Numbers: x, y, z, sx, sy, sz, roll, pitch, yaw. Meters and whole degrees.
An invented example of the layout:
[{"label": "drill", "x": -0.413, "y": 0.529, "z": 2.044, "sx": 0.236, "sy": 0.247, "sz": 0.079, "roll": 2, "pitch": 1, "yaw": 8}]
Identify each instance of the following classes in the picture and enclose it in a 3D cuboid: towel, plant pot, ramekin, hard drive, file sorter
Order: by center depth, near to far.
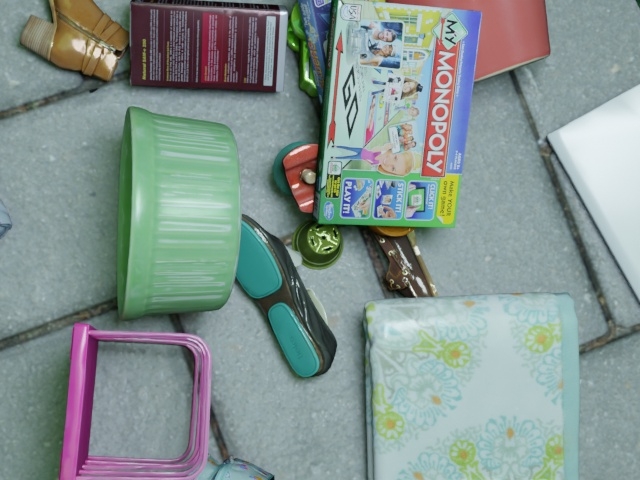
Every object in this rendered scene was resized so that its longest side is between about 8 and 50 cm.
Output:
[{"label": "file sorter", "x": -0.251, "y": 0.226, "z": 1.349, "sx": 0.182, "sy": 0.291, "sz": 0.202, "roll": 4, "pitch": 82, "yaw": -10}, {"label": "ramekin", "x": -0.207, "y": -0.036, "z": 1.388, "sx": 0.148, "sy": 0.303, "sz": 0.303, "roll": 2, "pitch": 82, "yaw": -15}, {"label": "towel", "x": 0.230, "y": 0.268, "z": 1.471, "sx": 0.321, "sy": 0.090, "sz": 0.374, "roll": -3, "pitch": 95, "yaw": -8}, {"label": "plant pot", "x": 0.000, "y": 0.000, "z": 1.513, "sx": 0.083, "sy": 0.079, "sz": 0.083, "roll": 1, "pitch": 82, "yaw": -6}, {"label": "plant pot", "x": 0.228, "y": -0.370, "z": 1.515, "sx": 0.275, "sy": 0.275, "sz": 0.243, "roll": -21, "pitch": 96, "yaw": -9}, {"label": "hard drive", "x": 0.557, "y": -0.075, "z": 1.578, "sx": 0.233, "sy": 0.047, "sz": 0.353, "roll": -29, "pitch": 88, "yaw": 10}]

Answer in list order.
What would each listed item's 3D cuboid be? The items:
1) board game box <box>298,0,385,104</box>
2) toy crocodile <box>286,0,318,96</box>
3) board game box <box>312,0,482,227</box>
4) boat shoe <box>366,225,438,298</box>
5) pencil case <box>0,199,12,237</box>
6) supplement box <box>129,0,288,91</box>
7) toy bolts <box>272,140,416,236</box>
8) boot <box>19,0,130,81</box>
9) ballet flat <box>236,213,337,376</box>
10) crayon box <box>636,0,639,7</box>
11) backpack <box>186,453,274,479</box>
[{"label": "board game box", "x": 0.042, "y": -0.318, "z": 1.470, "sx": 0.136, "sy": 0.035, "sz": 0.201, "roll": -30, "pitch": 127, "yaw": -25}, {"label": "toy crocodile", "x": -0.003, "y": -0.400, "z": 1.546, "sx": 0.105, "sy": 0.115, "sz": 0.340, "roll": 0, "pitch": 82, "yaw": -8}, {"label": "board game box", "x": 0.108, "y": -0.178, "z": 1.395, "sx": 0.214, "sy": 0.046, "sz": 0.317, "roll": 2, "pitch": 104, "yaw": -13}, {"label": "boat shoe", "x": 0.130, "y": 0.046, "z": 1.531, "sx": 0.073, "sy": 0.073, "sz": 0.207, "roll": -20, "pitch": 79, "yaw": -8}, {"label": "pencil case", "x": -0.567, "y": -0.106, "z": 1.440, "sx": 0.124, "sy": 0.113, "sz": 0.273, "roll": -28, "pitch": 87, "yaw": 27}, {"label": "supplement box", "x": -0.174, "y": -0.305, "z": 1.511, "sx": 0.239, "sy": 0.073, "sz": 0.130, "roll": 2, "pitch": 111, "yaw": -7}, {"label": "toy bolts", "x": 0.040, "y": -0.108, "z": 1.507, "sx": 0.229, "sy": 0.158, "sz": 0.218, "roll": -17, "pitch": 108, "yaw": -9}, {"label": "boot", "x": -0.362, "y": -0.355, "z": 1.523, "sx": 0.152, "sy": 0.073, "sz": 0.197, "roll": 23, "pitch": 85, "yaw": -8}, {"label": "ballet flat", "x": -0.058, "y": 0.077, "z": 1.493, "sx": 0.096, "sy": 0.095, "sz": 0.280, "roll": -34, "pitch": 100, "yaw": -53}, {"label": "crayon box", "x": 0.682, "y": -0.365, "z": 1.647, "sx": 0.202, "sy": 0.081, "sz": 0.318, "roll": -26, "pitch": 87, "yaw": -10}, {"label": "backpack", "x": -0.141, "y": 0.394, "z": 1.389, "sx": 0.144, "sy": 0.188, "sz": 0.166, "roll": 25, "pitch": 81, "yaw": -4}]
